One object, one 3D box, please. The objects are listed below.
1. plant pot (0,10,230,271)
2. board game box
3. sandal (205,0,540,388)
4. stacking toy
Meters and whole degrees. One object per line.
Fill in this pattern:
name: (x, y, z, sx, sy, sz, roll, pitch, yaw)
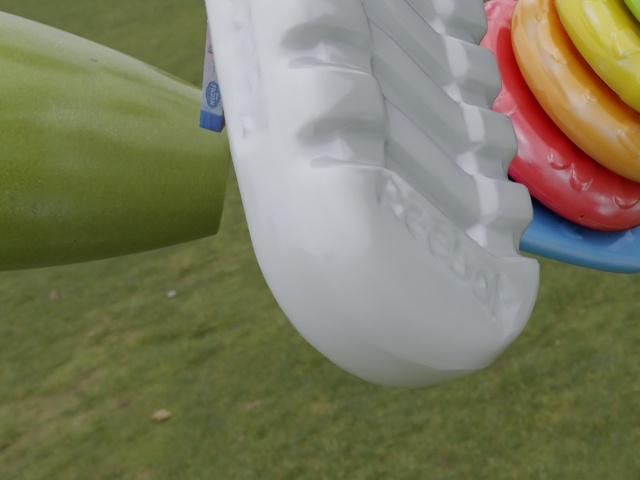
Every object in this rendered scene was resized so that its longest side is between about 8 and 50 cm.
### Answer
plant pot: (-0.242, -0.089, 1.202, 0.293, 0.275, 0.275, 5, 16, -9)
board game box: (-0.060, -0.139, 0.867, 0.020, 0.090, 0.090, 17, 41, 10)
sandal: (-0.020, -0.135, 0.467, 0.102, 0.169, 0.416, -28, 52, 32)
stacking toy: (0.196, -0.129, 0.645, 0.166, 0.175, 0.302, 11, -40, -33)
